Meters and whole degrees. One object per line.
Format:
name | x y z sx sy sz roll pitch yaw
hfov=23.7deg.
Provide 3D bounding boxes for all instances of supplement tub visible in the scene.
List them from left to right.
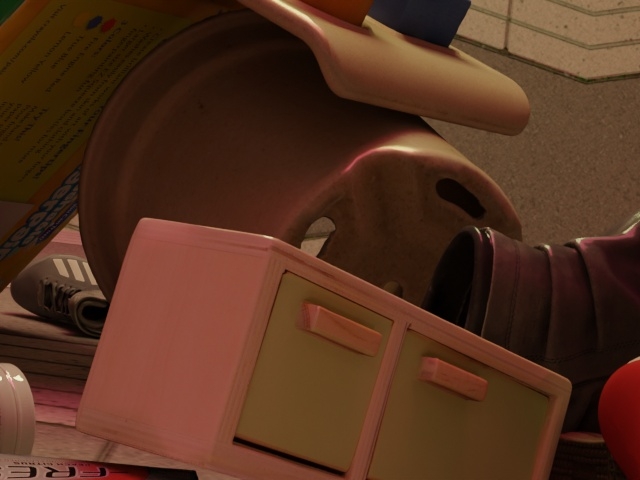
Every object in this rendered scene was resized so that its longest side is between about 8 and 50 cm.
supplement tub | -0.220 0.101 0.840 0.107 0.071 0.071 3 4 -39

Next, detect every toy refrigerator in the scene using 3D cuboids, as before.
toy refrigerator | 0.018 0.081 0.748 0.094 0.102 0.269 9 -12 40

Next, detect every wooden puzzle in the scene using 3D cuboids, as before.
wooden puzzle | -0.010 -0.220 1.234 0.348 0.080 0.322 40 18 28

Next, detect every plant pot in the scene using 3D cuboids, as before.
plant pot | 0.000 0.000 1.237 0.334 0.333 0.305 4 15 -24

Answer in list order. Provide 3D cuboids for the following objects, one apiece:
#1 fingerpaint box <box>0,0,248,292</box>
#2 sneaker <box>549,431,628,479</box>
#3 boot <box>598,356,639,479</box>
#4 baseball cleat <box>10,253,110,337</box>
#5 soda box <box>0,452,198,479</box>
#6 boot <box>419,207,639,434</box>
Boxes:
fingerpaint box | -0.314 -0.117 1.337 0.163 0.445 0.371 51 18 14
sneaker | 0.192 0.143 0.876 0.071 0.066 0.188 6 4 -16
boot | 0.149 0.122 0.680 0.176 0.088 0.244 2 22 -22
baseball cleat | -0.249 0.057 1.570 0.206 0.072 0.109 3 9 23
soda box | -0.144 0.124 0.645 0.183 0.063 0.058 5 3 -6
boot | 0.189 0.011 0.964 0.223 0.338 0.118 8 13 -18
